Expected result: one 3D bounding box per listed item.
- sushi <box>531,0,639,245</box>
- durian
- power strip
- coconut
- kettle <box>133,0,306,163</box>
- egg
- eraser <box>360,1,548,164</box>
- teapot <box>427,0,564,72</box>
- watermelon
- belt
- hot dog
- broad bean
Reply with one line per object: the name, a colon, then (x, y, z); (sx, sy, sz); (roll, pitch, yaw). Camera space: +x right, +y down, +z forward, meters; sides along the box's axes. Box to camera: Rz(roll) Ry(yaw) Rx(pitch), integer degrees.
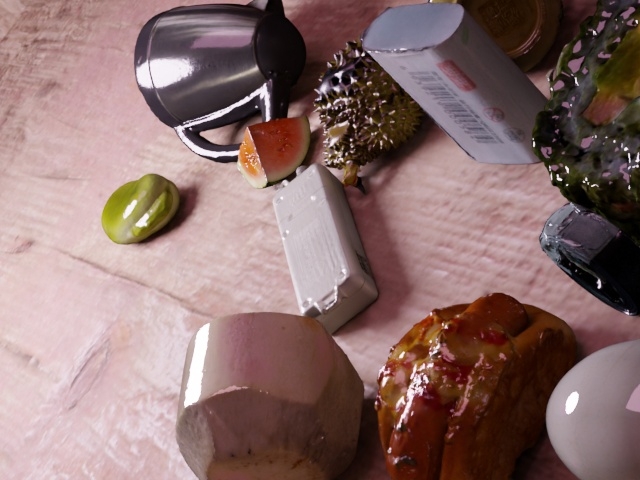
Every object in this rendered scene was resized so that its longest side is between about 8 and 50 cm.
sushi: (0.385, -0.160, 1.433); (0.294, 0.178, 0.352); (14, 71, 58)
durian: (0.059, -0.196, 1.907); (0.193, 0.138, 0.237); (-7, 52, 46)
power strip: (0.000, 0.000, 1.853); (0.098, 0.058, 0.338); (-40, 34, 17)
coconut: (-0.059, 0.184, 1.589); (0.241, 0.241, 0.241); (-32, 36, 27)
kettle: (-0.147, -0.279, 2.198); (0.271, 0.207, 0.251); (-6, 45, 38)
egg: (0.295, 0.164, 1.231); (0.209, 0.151, 0.151); (-3, 55, 51)
eraser: (0.177, -0.191, 1.672); (0.174, 0.227, 0.081); (11, 65, 54)
teapot: (0.238, -0.309, 1.805); (0.269, 0.173, 0.182); (-35, 9, 5)
watermelon: (-0.075, -0.149, 2.068); (0.135, 0.094, 0.125); (-48, 24, -5)
belt: (0.289, 0.021, 1.404); (0.058, 0.140, 0.105); (-51, 2, -9)
hot dog: (0.150, 0.159, 1.412); (0.150, 0.153, 0.257); (8, 63, 53)
broad bean: (-0.301, -0.050, 2.265); (0.174, 0.082, 0.124); (-25, 38, 50)
